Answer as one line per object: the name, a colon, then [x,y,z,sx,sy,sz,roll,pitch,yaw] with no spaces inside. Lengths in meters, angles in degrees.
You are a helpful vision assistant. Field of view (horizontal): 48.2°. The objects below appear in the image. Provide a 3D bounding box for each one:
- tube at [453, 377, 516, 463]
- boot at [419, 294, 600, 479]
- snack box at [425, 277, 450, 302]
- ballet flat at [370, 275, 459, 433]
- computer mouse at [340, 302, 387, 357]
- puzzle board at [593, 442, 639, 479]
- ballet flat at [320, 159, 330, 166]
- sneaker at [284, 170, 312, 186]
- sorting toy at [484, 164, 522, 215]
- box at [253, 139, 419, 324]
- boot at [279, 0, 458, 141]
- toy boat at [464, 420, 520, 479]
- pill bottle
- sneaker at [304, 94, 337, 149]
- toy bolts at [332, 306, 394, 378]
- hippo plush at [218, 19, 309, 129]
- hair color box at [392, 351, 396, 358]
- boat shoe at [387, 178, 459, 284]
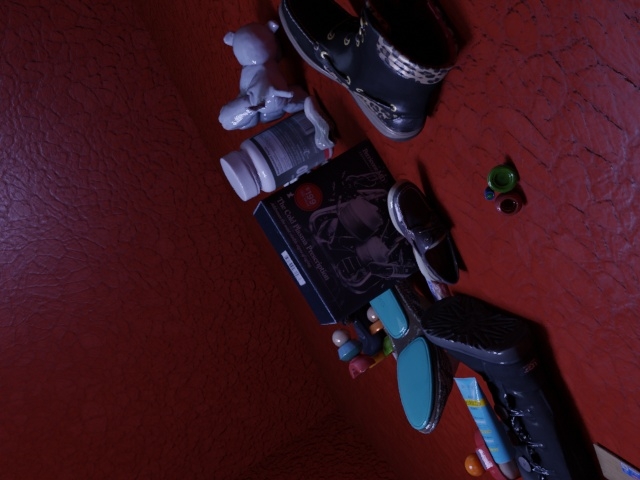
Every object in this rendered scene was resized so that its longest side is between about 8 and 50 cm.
tube: [0.369,0.395,1.595,0.080,0.052,0.207,-23,96,58]
boot: [0.435,0.366,1.680,0.445,0.146,0.367,59,168,-20]
snack box: [0.323,0.169,1.850,0.064,0.022,0.178,35,153,62]
ballet flat: [0.262,0.261,1.861,0.164,0.182,0.482,-52,45,40]
computer mouse: [0.168,0.294,2.431,0.072,0.188,0.272,-2,129,33]
puzzle board: [0.631,0.487,1.491,0.128,0.011,0.096,28,145,63]
ballet flat: [0.015,-0.155,2.131,0.072,0.068,0.213,51,164,31]
sneaker: [-0.027,-0.125,2.282,0.292,0.110,0.118,61,157,-9]
sorting toy: [0.323,-0.092,1.273,0.042,0.061,0.102,-70,-35,-63]
box: [0.058,-0.017,1.774,0.343,0.313,0.179,58,166,1]
boot: [0.082,-0.372,1.292,0.377,0.138,0.284,51,166,5]
toy boat: [0.446,0.564,1.864,0.231,0.151,0.151,17,-137,-57]
pill bottle: [-0.122,-0.235,1.990,0.161,0.283,0.161,53,165,21]
sneaker: [0.006,-0.315,1.889,0.061,0.054,0.152,0,119,46]
toy bolts: [0.140,0.330,2.319,0.158,0.229,0.218,55,147,13]
hippo plush: [-0.182,-0.433,1.867,0.294,0.234,0.236,-26,-83,-78]
hair color box: [0.313,0.432,2.371,0.167,0.053,0.093,61,165,-5]
boat shoe: [0.242,-0.014,1.603,0.092,0.103,0.285,27,150,55]
